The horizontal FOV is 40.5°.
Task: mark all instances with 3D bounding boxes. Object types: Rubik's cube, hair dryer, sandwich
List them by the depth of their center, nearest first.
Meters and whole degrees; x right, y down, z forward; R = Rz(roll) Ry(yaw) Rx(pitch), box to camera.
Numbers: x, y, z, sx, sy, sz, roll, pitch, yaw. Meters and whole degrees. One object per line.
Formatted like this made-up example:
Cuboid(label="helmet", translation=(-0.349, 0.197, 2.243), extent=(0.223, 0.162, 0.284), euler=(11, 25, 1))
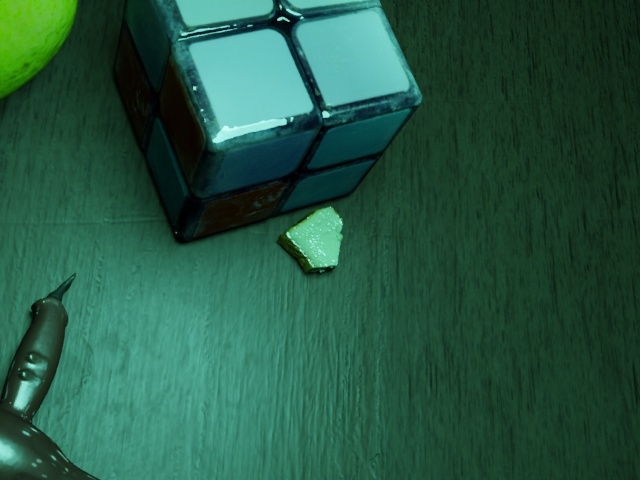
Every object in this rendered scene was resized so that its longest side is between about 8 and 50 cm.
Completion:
Cuboid(label="hair dryer", translation=(-0.331, 0.201, 1.114), extent=(0.312, 0.123, 0.341), euler=(26, 52, -19))
Cuboid(label="Rubik's cube", translation=(-0.089, -0.224, 1.231), extent=(0.316, 0.318, 0.313), euler=(-17, 75, -23))
Cuboid(label="sandwich", translation=(0.000, 0.000, 1.327), extent=(0.093, 0.036, 0.105), euler=(46, 61, 4))

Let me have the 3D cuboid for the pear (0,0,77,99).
Cuboid(label="pear", translation=(-0.501, -0.360, 1.121), extent=(0.390, 0.391, 0.391), euler=(7, 67, -16))
